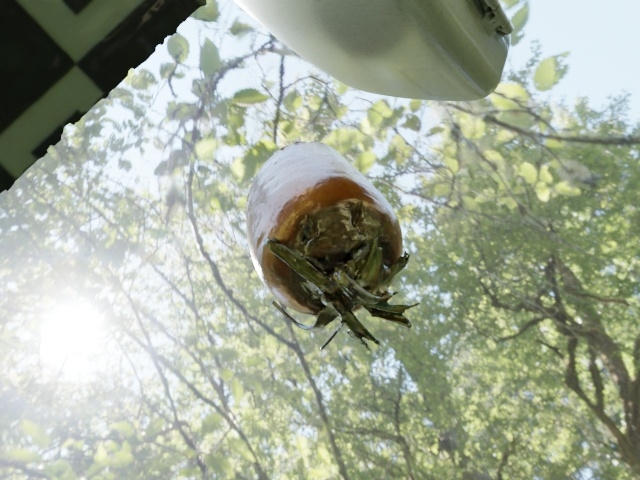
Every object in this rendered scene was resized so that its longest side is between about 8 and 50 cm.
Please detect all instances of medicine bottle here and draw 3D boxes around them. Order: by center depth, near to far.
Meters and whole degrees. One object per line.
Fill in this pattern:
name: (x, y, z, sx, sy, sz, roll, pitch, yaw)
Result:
medicine bottle: (0.063, -0.271, 0.735, 0.375, 0.282, 0.122, 15, -90, -58)

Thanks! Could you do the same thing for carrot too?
carrot: (0.000, 0.000, 0.827, 0.214, 0.331, 0.193, -40, -61, 1)

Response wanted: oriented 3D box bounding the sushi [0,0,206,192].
sushi: (-0.297, -0.139, 0.289, 0.343, 0.064, 0.359, -40, -72, 7)
